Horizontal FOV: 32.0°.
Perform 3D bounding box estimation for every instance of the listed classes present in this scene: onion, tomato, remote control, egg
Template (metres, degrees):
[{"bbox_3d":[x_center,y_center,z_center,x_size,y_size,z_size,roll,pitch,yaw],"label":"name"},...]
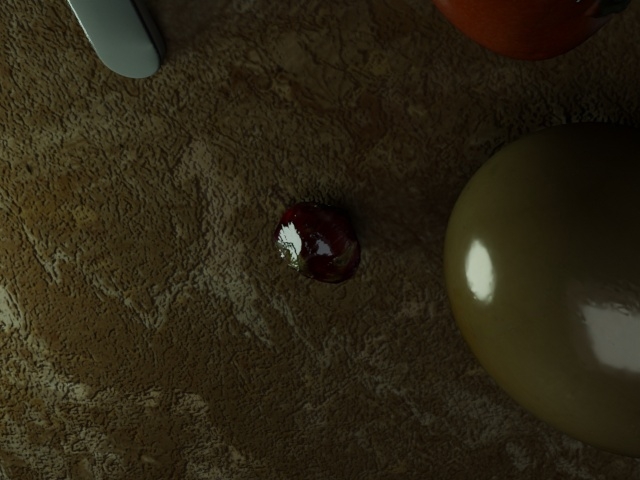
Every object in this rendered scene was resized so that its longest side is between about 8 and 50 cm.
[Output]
[{"bbox_3d":[0.000,0.000,1.276,0.107,0.097,0.107,33,160,14],"label":"onion"},{"bbox_3d":[0.192,-0.283,0.936,0.224,0.256,0.256,35,127,8],"label":"tomato"},{"bbox_3d":[-0.227,-0.259,1.138,0.077,0.022,0.245,-3,140,19],"label":"remote control"},{"bbox_3d":[0.297,0.053,1.106,0.374,0.301,0.301,46,124,4],"label":"egg"}]
